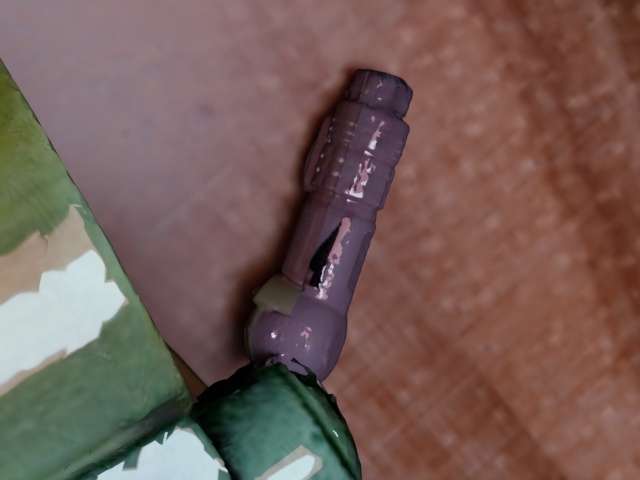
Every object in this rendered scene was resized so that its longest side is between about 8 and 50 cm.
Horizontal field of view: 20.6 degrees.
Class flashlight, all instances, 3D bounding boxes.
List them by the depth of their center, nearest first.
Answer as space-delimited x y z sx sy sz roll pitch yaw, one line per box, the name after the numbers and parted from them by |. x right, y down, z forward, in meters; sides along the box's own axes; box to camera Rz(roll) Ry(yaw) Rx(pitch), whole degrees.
0.000 0.000 0.542 0.031 0.052 0.110 18 87 17 | flashlight

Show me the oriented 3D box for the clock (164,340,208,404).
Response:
-0.137 0.082 0.481 0.235 0.096 0.308 -34 107 -7 | clock

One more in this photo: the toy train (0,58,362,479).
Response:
-0.144 0.087 0.378 0.307 0.126 0.189 -31 90 -7 | toy train
